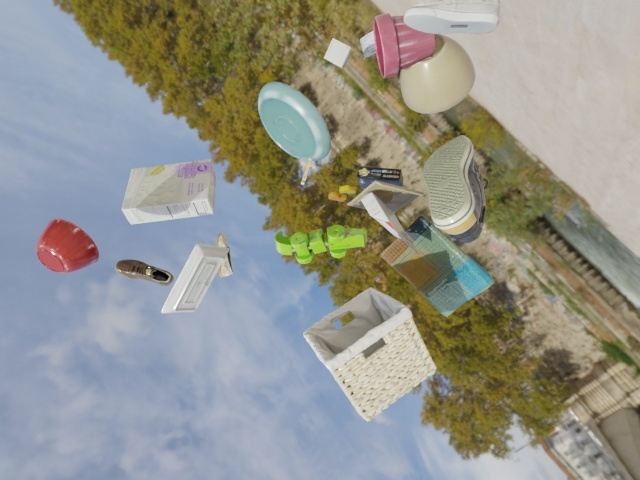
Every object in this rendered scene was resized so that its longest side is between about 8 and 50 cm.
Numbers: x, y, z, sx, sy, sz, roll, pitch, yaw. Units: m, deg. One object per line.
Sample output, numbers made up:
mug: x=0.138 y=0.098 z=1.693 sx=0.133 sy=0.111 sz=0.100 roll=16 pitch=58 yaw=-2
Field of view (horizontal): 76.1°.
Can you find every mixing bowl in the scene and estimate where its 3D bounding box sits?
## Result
mixing bowl: x=-0.793 y=0.034 z=1.257 sx=0.181 sy=0.181 sz=0.098 roll=41 pitch=-140 yaw=-14

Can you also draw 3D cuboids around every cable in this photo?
cable: x=0.308 y=-0.952 z=1.901 sx=0.089 sy=0.257 sz=0.257 roll=61 pitch=-149 yaw=-19

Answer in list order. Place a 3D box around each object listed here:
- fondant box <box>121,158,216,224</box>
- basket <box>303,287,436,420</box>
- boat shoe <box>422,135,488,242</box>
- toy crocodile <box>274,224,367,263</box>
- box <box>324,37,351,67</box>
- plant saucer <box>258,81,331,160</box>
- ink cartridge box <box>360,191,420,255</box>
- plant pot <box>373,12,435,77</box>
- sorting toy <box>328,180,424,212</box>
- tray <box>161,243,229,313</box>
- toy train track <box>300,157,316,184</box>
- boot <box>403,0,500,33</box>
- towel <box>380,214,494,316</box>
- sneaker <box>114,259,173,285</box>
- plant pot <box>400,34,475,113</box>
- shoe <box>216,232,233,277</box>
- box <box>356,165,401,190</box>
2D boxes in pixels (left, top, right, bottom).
fondant box: x=-0.596 y=-0.199 z=1.642 sx=0.096 sy=0.330 sz=0.238 roll=87 pitch=176 yaw=-51
basket: x=0.165 y=0.381 z=1.443 sx=0.266 sy=0.328 sz=0.331 roll=61 pitch=170 yaw=-14
boat shoe: x=0.460 y=-0.184 z=1.387 sx=0.156 sy=0.186 sz=0.500 roll=44 pitch=-143 yaw=-26
toy crocodile: x=0.000 y=0.000 z=1.477 sx=0.115 sy=0.340 sz=0.105 roll=72 pitch=-168 yaw=-48
box: x=0.087 y=-0.907 z=1.988 sx=0.102 sy=0.101 sz=0.087 roll=28 pitch=-160 yaw=0
plant saucer: x=-0.103 y=-0.396 z=1.421 sx=0.317 sy=0.044 sz=0.318 roll=33 pitch=155 yaw=17
ink cartridge box: x=0.251 y=-0.047 z=1.471 sx=0.189 sy=0.066 sz=0.232 roll=32 pitch=-150 yaw=-49
plant pot: x=0.286 y=-0.680 z=1.400 sx=0.201 sy=0.180 sz=0.201 roll=-11 pitch=-90 yaw=-83
sorting toy: x=0.201 y=-0.173 z=1.542 sx=0.307 sy=0.229 sz=0.041 roll=10 pitch=-110 yaw=-24
tray: x=-0.406 y=0.136 z=1.350 sx=0.030 sy=0.270 sz=0.145 roll=38 pitch=-166 yaw=30
toy train track: x=-0.042 y=-0.207 z=1.222 sx=0.048 sy=0.083 sz=0.014 roll=19 pitch=-170 yaw=5
boot: x=0.366 y=-0.654 z=1.134 sx=0.258 sy=0.124 sz=0.095 roll=6 pitch=180 yaw=3
towel: x=0.447 y=0.104 z=1.599 sx=0.370 sy=0.271 sz=0.040 roll=43 pitch=-141 yaw=3
sneaker: x=-0.587 y=0.101 z=1.374 sx=0.188 sy=0.071 sz=0.066 roll=19 pitch=-114 yaw=-24
plant pot: x=0.422 y=-0.654 z=1.537 sx=0.284 sy=0.284 sz=0.191 roll=57 pitch=-171 yaw=33
shoe: x=-0.437 y=0.063 z=1.887 sx=0.076 sy=0.058 sz=0.219 roll=57 pitch=-158 yaw=-65
box: x=0.256 y=-0.243 z=1.716 sx=0.175 sy=0.051 sz=0.220 roll=8 pitch=169 yaw=16
